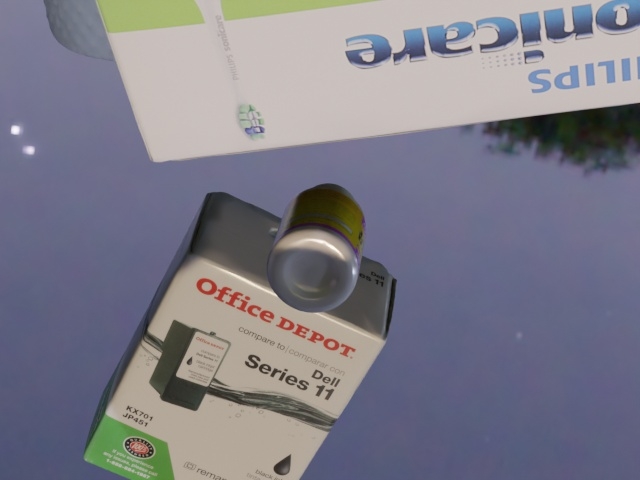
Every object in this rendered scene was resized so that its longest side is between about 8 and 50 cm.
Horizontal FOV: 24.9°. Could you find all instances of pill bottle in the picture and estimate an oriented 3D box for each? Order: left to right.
[{"bbox_3d":[0.000,0.000,0.711,0.043,0.043,0.083,12,-157,1],"label":"pill bottle"}]

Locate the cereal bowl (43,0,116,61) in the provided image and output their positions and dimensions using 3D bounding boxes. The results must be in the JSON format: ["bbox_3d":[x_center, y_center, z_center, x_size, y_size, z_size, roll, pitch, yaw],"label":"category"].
[{"bbox_3d":[-0.049,-0.247,1.072,0.339,0.141,0.339,-8,-156,3],"label":"cereal bowl"}]

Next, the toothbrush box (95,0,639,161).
[{"bbox_3d":[0.014,-0.177,0.456,0.206,0.283,0.122,-7,-139,9],"label":"toothbrush box"}]

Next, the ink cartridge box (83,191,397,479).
[{"bbox_3d":[-0.059,0.090,1.037,0.153,0.208,0.087,24,-149,-8],"label":"ink cartridge box"}]
